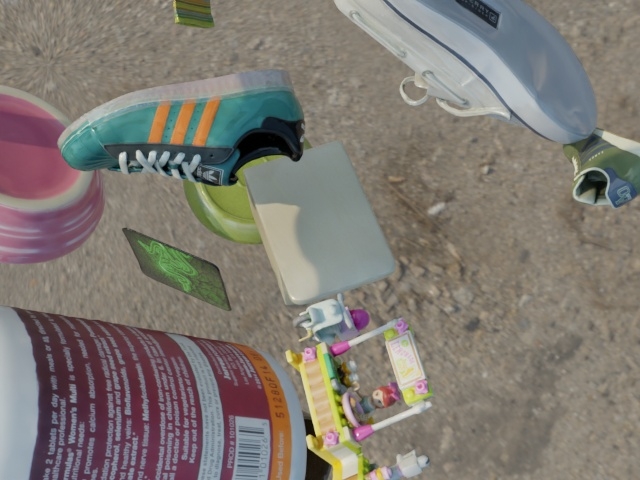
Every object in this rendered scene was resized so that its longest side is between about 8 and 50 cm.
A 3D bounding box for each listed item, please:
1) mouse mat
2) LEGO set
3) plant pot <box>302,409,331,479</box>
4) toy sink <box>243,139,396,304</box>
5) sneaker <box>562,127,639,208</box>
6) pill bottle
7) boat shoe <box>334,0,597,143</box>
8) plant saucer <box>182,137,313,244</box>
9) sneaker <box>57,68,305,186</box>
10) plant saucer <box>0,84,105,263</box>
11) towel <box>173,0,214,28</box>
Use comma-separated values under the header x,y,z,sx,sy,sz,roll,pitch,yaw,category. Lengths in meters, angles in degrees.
x,y,z,sx,sy,sz,roll,pitch,yaw,category
-0.204,0.045,1.425,0.153,0.189,0.007,22,68,10,mouse mat
0.066,0.171,0.821,0.107,0.132,0.287,-26,75,13,LEGO set
-0.136,0.283,1.377,0.215,0.230,0.215,-24,128,-34,plant pot
0.000,0.000,1.404,0.153,0.131,0.234,-19,59,-8,toy sink
0.333,-0.085,1.201,0.086,0.192,0.064,-40,112,-5,sneaker
-0.125,0.095,0.456,0.221,0.121,0.121,15,96,-38,pill bottle
0.159,-0.212,1.160,0.367,0.156,0.135,28,61,-28,boat shoe
-0.117,-0.114,1.695,0.241,0.037,0.240,1,74,-4,plant saucer
-0.163,-0.119,1.206,0.302,0.108,0.121,-15,75,-10,sneaker
-0.475,-0.119,1.486,0.332,0.332,0.084,27,131,-18,plant saucer
-0.225,-0.486,1.687,0.021,0.102,0.237,-2,96,27,towel
